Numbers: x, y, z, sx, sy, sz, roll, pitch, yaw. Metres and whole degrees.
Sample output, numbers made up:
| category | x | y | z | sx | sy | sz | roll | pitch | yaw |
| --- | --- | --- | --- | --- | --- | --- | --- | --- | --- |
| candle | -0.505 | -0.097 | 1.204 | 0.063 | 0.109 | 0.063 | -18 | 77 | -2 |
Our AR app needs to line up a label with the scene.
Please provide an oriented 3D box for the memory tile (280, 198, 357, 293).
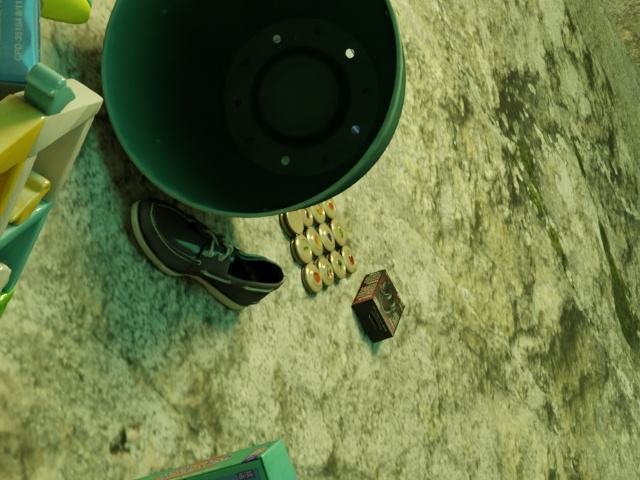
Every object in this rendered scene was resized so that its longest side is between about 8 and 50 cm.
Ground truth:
| category | x | y | z | sx | sy | sz | roll | pitch | yaw |
| --- | --- | --- | --- | --- | --- | --- | --- | --- | --- |
| memory tile | 0.000 | 0.000 | 1.630 | 0.148 | 0.012 | 0.113 | -25 | 95 | -64 |

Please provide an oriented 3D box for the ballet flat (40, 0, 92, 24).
| category | x | y | z | sx | sy | sz | roll | pitch | yaw |
| --- | --- | --- | --- | --- | --- | --- | --- | --- | --- |
| ballet flat | -0.298 | -0.257 | 1.167 | 0.231 | 0.077 | 0.077 | 50 | 54 | -32 |

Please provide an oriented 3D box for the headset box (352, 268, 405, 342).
| category | x | y | z | sx | sy | sz | roll | pitch | yaw |
| --- | --- | --- | --- | --- | --- | --- | --- | --- | --- |
| headset box | 0.074 | 0.085 | 1.695 | 0.062 | 0.032 | 0.083 | 62 | 26 | -19 |

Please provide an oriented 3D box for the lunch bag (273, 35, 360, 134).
| category | x | y | z | sx | sy | sz | roll | pitch | yaw |
| --- | --- | --- | --- | --- | --- | --- | --- | --- | --- |
| lunch bag | -0.020 | -0.266 | 1.661 | 0.243 | 0.114 | 0.304 | 35 | 44 | -54 |

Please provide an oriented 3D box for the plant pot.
| category | x | y | z | sx | sy | sz | roll | pitch | yaw |
| --- | --- | --- | --- | --- | --- | --- | --- | --- | --- |
| plant pot | -0.045 | -0.164 | 1.363 | 0.235 | 0.293 | 0.293 | 7 | 66 | -78 |

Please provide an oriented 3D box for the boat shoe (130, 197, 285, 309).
| category | x | y | z | sx | sy | sz | roll | pitch | yaw |
| --- | --- | --- | --- | --- | --- | --- | --- | --- | --- |
| boat shoe | -0.110 | 0.007 | 1.347 | 0.206 | 0.065 | 0.075 | 38 | 41 | -48 |

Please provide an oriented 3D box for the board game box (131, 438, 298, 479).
| category | x | y | z | sx | sy | sz | roll | pitch | yaw |
| --- | --- | --- | --- | --- | --- | --- | --- | --- | --- |
| board game box | -0.070 | 0.288 | 1.129 | 0.047 | 0.160 | 0.210 | -30 | 101 | -64 |

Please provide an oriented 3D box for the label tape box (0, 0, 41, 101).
| category | x | y | z | sx | sy | sz | roll | pitch | yaw |
| --- | --- | --- | --- | --- | --- | --- | --- | --- | --- |
| label tape box | -0.358 | -0.213 | 0.877 | 0.333 | 0.106 | 0.241 | 3 | 76 | -23 |

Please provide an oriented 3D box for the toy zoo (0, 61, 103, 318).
| category | x | y | z | sx | sy | sz | roll | pitch | yaw |
| --- | --- | --- | --- | --- | --- | --- | --- | --- | --- |
| toy zoo | -0.235 | 0.005 | 0.886 | 0.030 | 0.293 | 0.192 | 33 | 29 | 4 |
